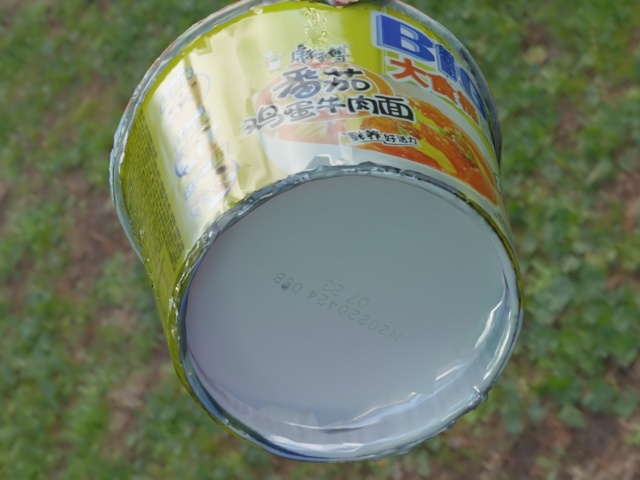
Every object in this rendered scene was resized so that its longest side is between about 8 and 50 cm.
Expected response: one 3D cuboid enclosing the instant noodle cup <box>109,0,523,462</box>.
[{"bbox_3d":[0.000,0.000,0.867,0.205,0.205,0.153,-44,25,18],"label":"instant noodle cup"}]
